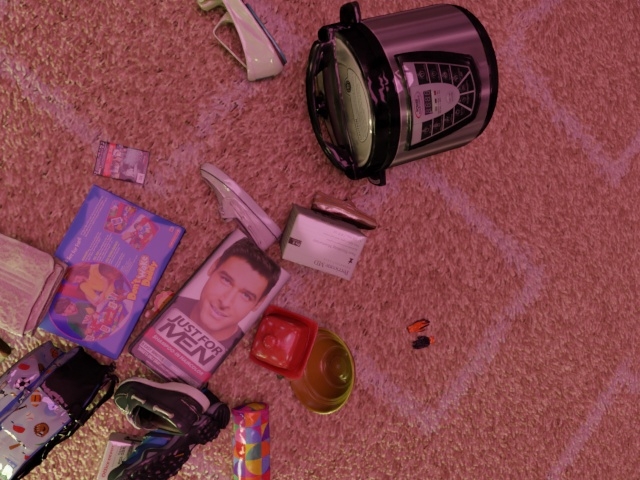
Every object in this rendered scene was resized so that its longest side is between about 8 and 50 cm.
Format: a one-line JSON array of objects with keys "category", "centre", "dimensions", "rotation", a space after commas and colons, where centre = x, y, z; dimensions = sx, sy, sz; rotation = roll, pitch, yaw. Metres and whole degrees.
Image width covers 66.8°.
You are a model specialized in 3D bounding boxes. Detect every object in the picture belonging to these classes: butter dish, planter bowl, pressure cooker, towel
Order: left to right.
[{"category": "towel", "centre": [-0.715, 0.081, 1.070], "dimensions": [0.282, 0.049, 0.187], "rotation": [20, 81, 9]}, {"category": "butter dish", "centre": [-0.108, 0.254, 1.221], "dimensions": [0.160, 0.118, 0.160], "rotation": [18, 84, 20]}, {"category": "planter bowl", "centre": [0.024, 0.333, 1.267], "dimensions": [0.090, 0.217, 0.217], "rotation": [7, 86, -50]}, {"category": "pressure cooker", "centre": [0.169, -0.360, 1.208], "dimensions": [0.420, 0.375, 0.369], "rotation": [-17, 68, -14]}]

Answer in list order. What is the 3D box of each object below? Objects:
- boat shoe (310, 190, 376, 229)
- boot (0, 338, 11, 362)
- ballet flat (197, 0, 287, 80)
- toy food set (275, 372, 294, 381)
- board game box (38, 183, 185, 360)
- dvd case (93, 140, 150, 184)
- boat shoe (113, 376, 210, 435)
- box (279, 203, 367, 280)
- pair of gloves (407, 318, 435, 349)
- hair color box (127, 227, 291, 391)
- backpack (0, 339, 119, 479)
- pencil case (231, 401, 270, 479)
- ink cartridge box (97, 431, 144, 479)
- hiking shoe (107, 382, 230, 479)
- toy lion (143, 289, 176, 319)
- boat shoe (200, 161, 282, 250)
[{"category": "boat shoe", "centre": [0.072, -0.087, 1.328], "dimensions": [0.190, 0.068, 0.072], "rotation": [20, 72, -14]}, {"category": "boot", "centre": [-0.831, 0.244, 1.070], "dimensions": [0.213, 0.077, 0.165], "rotation": [43, 81, -13]}, {"category": "ballet flat", "centre": [-0.235, -0.588, 1.231], "dimensions": [0.139, 0.139, 0.400], "rotation": [-33, 98, -13]}, {"category": "toy food set", "centre": [-0.091, 0.325, 1.276], "dimensions": [0.083, 0.020, 0.083], "rotation": [8, 83, 22]}, {"category": "board game box", "centre": [-0.508, 0.074, 1.158], "dimensions": [0.233, 0.078, 0.347], "rotation": [28, 82, -13]}, {"category": "dvd case", "centre": [-0.491, -0.192, 1.202], "dimensions": [0.119, 0.013, 0.087], "rotation": [11, 86, -13]}, {"category": "boat shoe", "centre": [-0.382, 0.374, 1.083], "dimensions": [0.114, 0.303, 0.091], "rotation": [57, 41, -22]}, {"category": "box", "centre": [0.000, 0.000, 1.231], "dimensions": [0.181, 0.182, 0.119], "rotation": [19, 99, -11]}, {"category": "pair of gloves", "centre": [0.291, 0.271, 1.405], "dimensions": [0.074, 0.010, 0.083], "rotation": [-17, 96, -16]}, {"category": "hair color box", "centre": [-0.264, 0.171, 1.181], "dimensions": [0.185, 0.113, 0.374], "rotation": [42, 71, -11]}, {"category": "backpack", "centre": [-0.610, 0.364, 1.041], "dimensions": [0.213, 0.276, 0.263], "rotation": [38, 86, -6]}, {"category": "pencil case", "centre": [-0.180, 0.532, 1.229], "dimensions": [0.104, 0.104, 0.236], "rotation": [2, 88, -15]}, {"category": "ink cartridge box", "centre": [-0.455, 0.531, 1.174], "dimensions": [0.135, 0.056, 0.099], "rotation": [16, 86, -15]}, {"category": "hiking shoe", "centre": [-0.365, 0.469, 1.149], "dimensions": [0.304, 0.132, 0.113], "rotation": [-31, 134, -29]}, {"category": "toy lion", "centre": [-0.384, 0.179, 1.217], "dimensions": [0.096, 0.034, 0.100], "rotation": [-39, 99, -20]}, {"category": "boat shoe", "centre": [-0.218, -0.081, 1.237], "dimensions": [0.088, 0.096, 0.267], "rotation": [-47, 107, -13]}]
